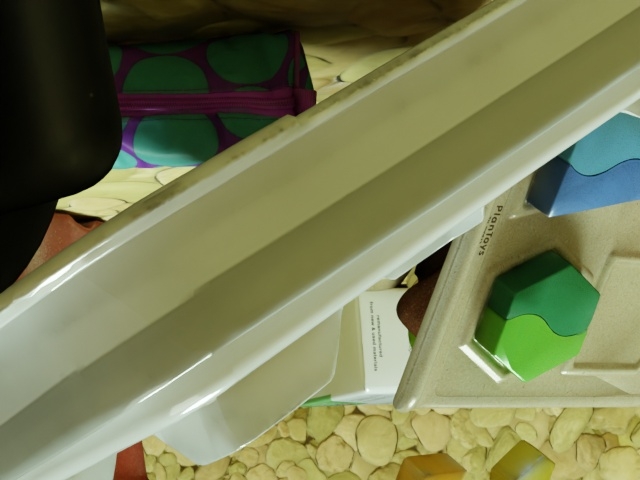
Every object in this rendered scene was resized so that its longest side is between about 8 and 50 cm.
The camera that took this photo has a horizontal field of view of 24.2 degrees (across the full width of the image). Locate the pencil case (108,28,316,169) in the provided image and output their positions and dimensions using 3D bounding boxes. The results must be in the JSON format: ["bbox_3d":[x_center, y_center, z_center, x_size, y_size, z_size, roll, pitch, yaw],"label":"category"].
[{"bbox_3d":[-0.078,-0.062,0.685,0.152,0.064,0.070,-4,-173,-2],"label":"pencil case"}]

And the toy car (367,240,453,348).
[{"bbox_3d":[0.043,-0.024,0.885,0.188,0.149,0.155,23,157,-2],"label":"toy car"}]

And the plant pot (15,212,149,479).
[{"bbox_3d":[-0.248,0.124,1.113,0.272,0.265,0.272,-3,170,-1],"label":"plant pot"}]

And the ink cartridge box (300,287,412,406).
[{"bbox_3d":[0.133,0.121,1.686,0.278,0.117,0.201,0,170,-22],"label":"ink cartridge box"}]

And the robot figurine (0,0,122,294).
[{"bbox_3d":[-0.191,-0.043,0.455,0.278,0.173,0.209,-11,140,36],"label":"robot figurine"}]

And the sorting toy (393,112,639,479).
[{"bbox_3d":[0.142,0.043,0.795,0.229,0.307,0.041,2,-155,-40],"label":"sorting toy"}]

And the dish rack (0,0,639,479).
[{"bbox_3d":[0.000,0.000,0.550,0.333,0.072,0.285,-34,180,-33],"label":"dish rack"}]

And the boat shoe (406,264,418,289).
[{"bbox_3d":[0.192,0.010,1.130,0.302,0.098,0.109,3,147,-28],"label":"boat shoe"}]
